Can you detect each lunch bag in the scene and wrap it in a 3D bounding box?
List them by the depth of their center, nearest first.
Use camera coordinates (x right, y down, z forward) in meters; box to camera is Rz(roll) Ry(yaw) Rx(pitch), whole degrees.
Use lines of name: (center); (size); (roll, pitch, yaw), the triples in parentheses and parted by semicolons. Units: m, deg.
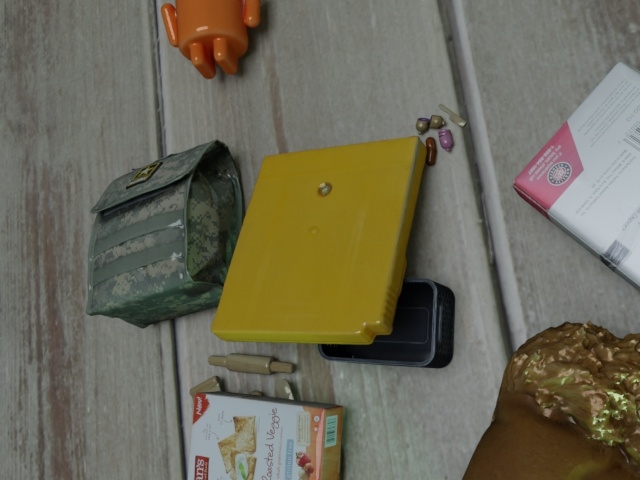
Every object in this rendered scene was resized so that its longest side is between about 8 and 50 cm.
lunch bag: (-0.263, -0.023, 1.247); (0.235, 0.169, 0.286); (-17, 64, 28)

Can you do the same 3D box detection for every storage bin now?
storage bin: (0.096, 0.119, 1.071); (0.180, 0.084, 0.122); (-1, 79, 27)

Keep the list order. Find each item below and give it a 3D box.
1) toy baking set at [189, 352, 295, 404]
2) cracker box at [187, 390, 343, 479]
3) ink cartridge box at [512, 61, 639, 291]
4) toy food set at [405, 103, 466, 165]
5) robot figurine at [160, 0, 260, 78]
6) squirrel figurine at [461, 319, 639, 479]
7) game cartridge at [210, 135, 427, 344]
toy baking set: (-0.101, 0.279, 1.175); (0.256, 0.030, 0.196); (-4, 80, 27)
cracker box: (-0.086, 0.316, 1.105); (0.232, 0.067, 0.155); (0, 83, 28)
ink cartridge box: (0.420, -0.051, 0.915); (0.207, 0.117, 0.283); (-50, 62, 10)
toy food set: (0.163, -0.150, 1.128); (0.078, 0.019, 0.122); (44, 101, 28)
robot figurine: (-0.195, -0.401, 1.308); (0.158, 0.128, 0.219); (-21, 68, 49)
squirrel figurine: (0.357, 0.288, 0.798); (0.371, 0.281, 0.396); (19, 91, 23)
game cartridge: (0.000, 0.000, 1.099); (0.285, 0.052, 0.323); (-3, 60, 31)
